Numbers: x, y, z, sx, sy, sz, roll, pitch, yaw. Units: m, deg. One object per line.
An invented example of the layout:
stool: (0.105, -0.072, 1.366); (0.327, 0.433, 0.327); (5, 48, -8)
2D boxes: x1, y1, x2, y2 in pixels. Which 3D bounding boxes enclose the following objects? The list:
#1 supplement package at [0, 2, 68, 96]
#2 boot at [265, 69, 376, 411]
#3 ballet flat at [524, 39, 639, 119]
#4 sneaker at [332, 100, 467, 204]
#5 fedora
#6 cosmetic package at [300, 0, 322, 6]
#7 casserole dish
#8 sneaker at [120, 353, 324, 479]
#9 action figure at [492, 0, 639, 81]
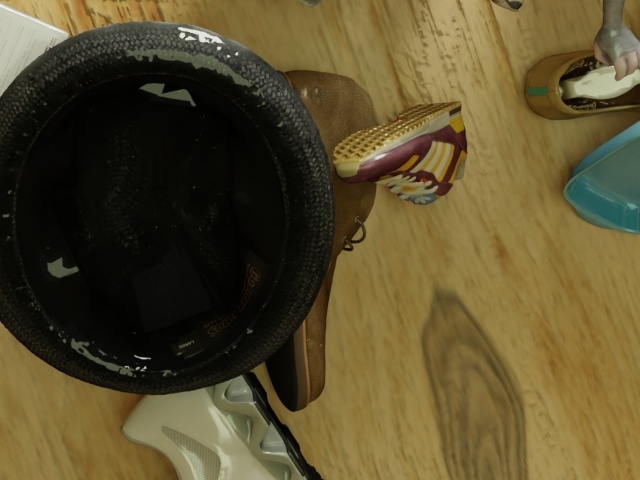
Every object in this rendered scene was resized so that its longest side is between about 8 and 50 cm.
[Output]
supplement package: (-0.317, -0.165, 1.611); (0.179, 0.105, 0.105); (23, 93, -13)
boot: (0.000, 0.000, 1.704); (0.115, 0.112, 0.305); (-3, 95, -24)
ballet flat: (0.305, -0.151, 1.766); (0.232, 0.073, 0.080); (-14, 96, -11)
sneaker: (0.079, -0.066, 1.685); (0.185, 0.069, 0.084); (-29, 110, -50)
fedora: (-0.141, -0.041, 1.611); (0.334, 0.152, 0.334); (-1, 114, -3)
cosmetic package: (0.021, -0.366, 1.604); (0.129, 0.153, 0.296); (28, 71, -16)
casserole dish: (0.305, -0.065, 1.739); (0.114, 0.188, 0.037); (26, 56, -22)
sneaker: (-0.057, 0.258, 1.715); (0.146, 0.122, 0.330); (-33, 97, 2)
action figure: (0.229, -0.323, 1.618); (0.248, 0.276, 0.370); (33, 57, 12)
